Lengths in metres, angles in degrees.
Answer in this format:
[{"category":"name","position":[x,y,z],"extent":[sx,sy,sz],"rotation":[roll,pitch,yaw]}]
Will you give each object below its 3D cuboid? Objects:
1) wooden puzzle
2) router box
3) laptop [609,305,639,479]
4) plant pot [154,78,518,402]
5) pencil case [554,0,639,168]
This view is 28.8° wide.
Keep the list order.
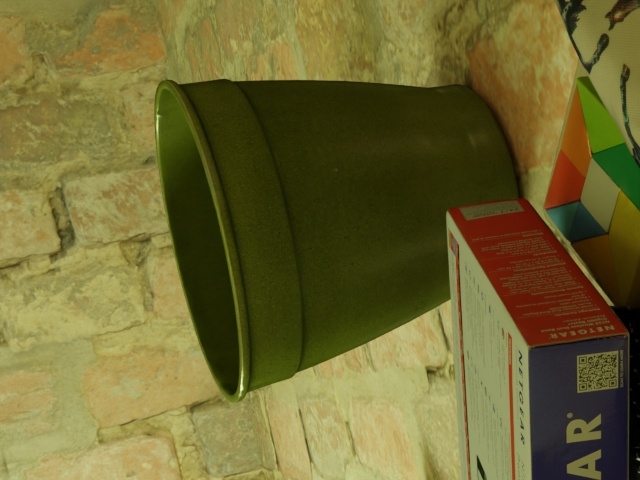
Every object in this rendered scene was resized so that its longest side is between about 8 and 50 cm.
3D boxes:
[{"category":"wooden puzzle","position":[0.268,-0.040,1.134],"extent":[0.221,0.044,0.239],"rotation":[-119,22,-46]},{"category":"router box","position":[0.191,0.171,1.126],"extent":[0.301,0.082,0.335],"rotation":[-106,10,-67]},{"category":"laptop","position":[0.267,0.188,1.079],"extent":[0.264,0.136,0.234],"rotation":[0,110,61]},{"category":"plant pot","position":[0.024,-0.036,1.434],"extent":[0.366,0.353,0.366],"rotation":[167,90,-75]},{"category":"pencil case","position":[0.245,-0.171,0.889],"extent":[0.183,0.160,0.410],"rotation":[-49,54,54]}]
